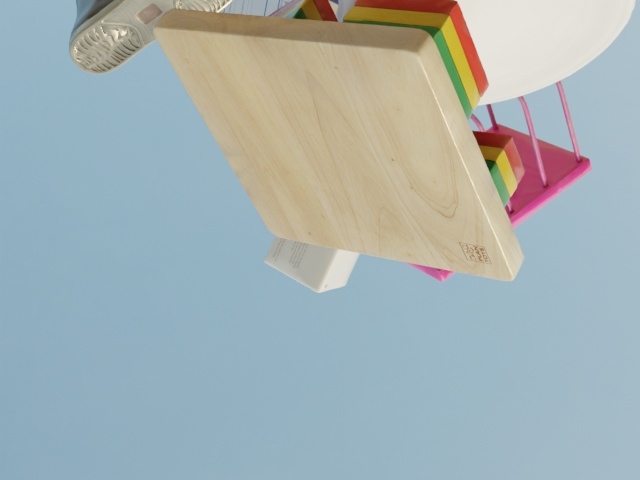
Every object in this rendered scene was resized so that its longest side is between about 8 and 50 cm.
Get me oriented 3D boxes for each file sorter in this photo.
[{"bbox_3d":[0.190,-0.122,2.140,0.291,0.182,0.202,-36,-145,-20],"label":"file sorter"}]

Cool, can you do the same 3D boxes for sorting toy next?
[{"bbox_3d":[0.031,-0.100,1.253,0.255,0.257,0.089,11,-125,35],"label":"sorting toy"}]

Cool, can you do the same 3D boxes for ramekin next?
[{"bbox_3d":[0.138,-0.243,1.385,0.273,0.273,0.127,5,-120,-28],"label":"ramekin"}]

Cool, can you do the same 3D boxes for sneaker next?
[{"bbox_3d":[-0.176,-0.277,1.621,0.083,0.222,0.118,50,-161,-41],"label":"sneaker"}]

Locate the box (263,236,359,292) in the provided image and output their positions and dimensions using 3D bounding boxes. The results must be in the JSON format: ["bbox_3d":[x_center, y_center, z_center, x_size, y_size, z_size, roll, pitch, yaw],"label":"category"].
[{"bbox_3d":[0.000,0.000,1.945,0.087,0.101,0.102,29,-167,18],"label":"box"}]

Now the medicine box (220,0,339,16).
[{"bbox_3d":[-0.020,-0.361,1.919,0.149,0.263,0.289,10,179,-32],"label":"medicine box"}]
